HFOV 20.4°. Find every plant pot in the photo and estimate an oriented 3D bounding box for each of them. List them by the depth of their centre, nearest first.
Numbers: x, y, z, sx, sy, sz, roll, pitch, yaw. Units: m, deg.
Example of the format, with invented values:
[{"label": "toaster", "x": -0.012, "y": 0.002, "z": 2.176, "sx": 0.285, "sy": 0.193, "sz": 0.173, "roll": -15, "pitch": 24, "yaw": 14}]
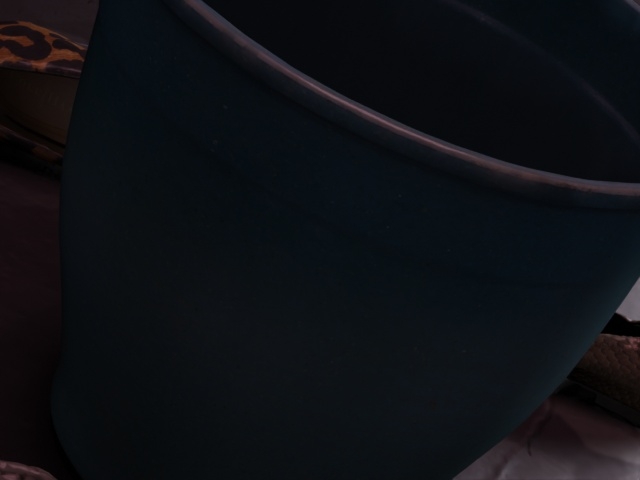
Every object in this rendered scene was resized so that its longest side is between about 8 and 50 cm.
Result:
[{"label": "plant pot", "x": 0.000, "y": 0.000, "z": 0.788, "sx": 0.271, "sy": 0.255, "sz": 0.271, "roll": 19, "pitch": 29, "yaw": -11}]

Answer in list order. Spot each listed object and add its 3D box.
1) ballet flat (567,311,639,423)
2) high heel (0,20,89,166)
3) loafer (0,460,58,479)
[{"label": "ballet flat", "x": 0.113, "y": 0.038, "z": 1.013, "sx": 0.250, "sy": 0.058, "sz": 0.084, "roll": 23, "pitch": 28, "yaw": -4}, {"label": "high heel", "x": -0.093, "y": -0.045, "z": 0.957, "sx": 0.186, "sy": 0.093, "sz": 0.261, "roll": -1, "pitch": 26, "yaw": -40}, {"label": "loafer", "x": -0.211, "y": 0.112, "z": 0.589, "sx": 0.319, "sy": 0.111, "sz": 0.112, "roll": -5, "pitch": 40, "yaw": -42}]
